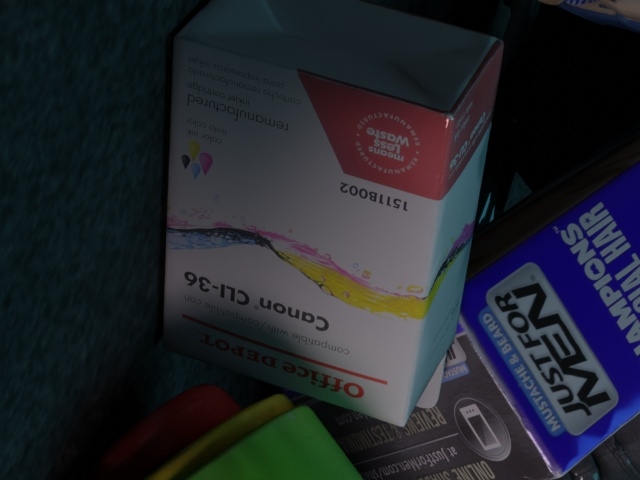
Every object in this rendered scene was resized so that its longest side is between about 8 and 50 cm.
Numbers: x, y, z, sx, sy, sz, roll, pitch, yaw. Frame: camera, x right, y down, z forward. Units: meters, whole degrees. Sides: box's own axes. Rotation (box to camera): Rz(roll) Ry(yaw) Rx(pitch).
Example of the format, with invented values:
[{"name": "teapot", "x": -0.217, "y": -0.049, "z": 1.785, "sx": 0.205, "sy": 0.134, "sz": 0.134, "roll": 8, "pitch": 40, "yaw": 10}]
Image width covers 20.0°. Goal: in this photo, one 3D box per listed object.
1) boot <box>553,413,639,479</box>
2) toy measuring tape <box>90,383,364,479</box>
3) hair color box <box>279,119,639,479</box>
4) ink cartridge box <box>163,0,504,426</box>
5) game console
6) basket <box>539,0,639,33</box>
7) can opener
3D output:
[{"name": "boot", "x": 0.152, "y": 0.122, "z": 1.116, "sx": 0.223, "sy": 0.118, "sz": 0.338, "roll": -28, "pitch": 170, "yaw": -3}, {"name": "toy measuring tape", "x": -0.061, "y": 0.123, "z": 0.683, "sx": 0.330, "sy": 0.121, "sz": 0.121, "roll": -14, "pitch": 121, "yaw": -66}, {"name": "hair color box", "x": 0.159, "y": 0.011, "z": 0.969, "sx": 0.339, "sy": 0.110, "sz": 0.185, "roll": -34, "pitch": -177, "yaw": -32}, {"name": "ink cartridge box", "x": 0.000, "y": 0.000, "z": 0.750, "sx": 0.067, "sy": 0.115, "sz": 0.198, "roll": -56, "pitch": 157, "yaw": -48}, {"name": "game console", "x": 0.116, "y": 0.016, "z": 1.126, "sx": 0.361, "sy": 0.044, "sz": 0.213, "roll": -54, "pitch": 143, "yaw": -7}, {"name": "basket", "x": 0.197, "y": -0.208, "z": 0.970, "sx": 0.289, "sy": 0.255, "sz": 0.201, "roll": -2, "pitch": 104, "yaw": -55}, {"name": "can opener", "x": 0.129, "y": -0.064, "z": 1.166, "sx": 0.076, "sy": 0.095, "sz": 0.283, "roll": 0, "pitch": 107, "yaw": -74}]
